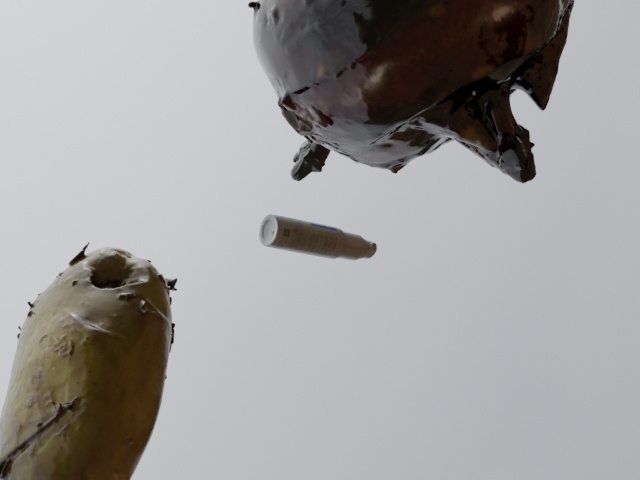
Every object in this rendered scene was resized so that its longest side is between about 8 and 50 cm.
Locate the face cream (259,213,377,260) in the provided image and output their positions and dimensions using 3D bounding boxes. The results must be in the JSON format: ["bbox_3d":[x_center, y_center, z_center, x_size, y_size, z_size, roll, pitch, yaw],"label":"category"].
[{"bbox_3d":[0.000,0.000,1.629,0.130,0.034,0.034,11,-88,-34],"label":"face cream"}]

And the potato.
[{"bbox_3d":[-0.229,0.144,1.558,0.140,0.173,0.300,29,-117,-32],"label":"potato"}]

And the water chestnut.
[{"bbox_3d":[0.097,-0.165,1.366,0.300,0.300,0.300,-23,-61,-50],"label":"water chestnut"}]

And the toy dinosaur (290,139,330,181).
[{"bbox_3d":[0.015,-0.148,1.955,0.087,0.179,0.187,-1,-64,-10],"label":"toy dinosaur"}]
